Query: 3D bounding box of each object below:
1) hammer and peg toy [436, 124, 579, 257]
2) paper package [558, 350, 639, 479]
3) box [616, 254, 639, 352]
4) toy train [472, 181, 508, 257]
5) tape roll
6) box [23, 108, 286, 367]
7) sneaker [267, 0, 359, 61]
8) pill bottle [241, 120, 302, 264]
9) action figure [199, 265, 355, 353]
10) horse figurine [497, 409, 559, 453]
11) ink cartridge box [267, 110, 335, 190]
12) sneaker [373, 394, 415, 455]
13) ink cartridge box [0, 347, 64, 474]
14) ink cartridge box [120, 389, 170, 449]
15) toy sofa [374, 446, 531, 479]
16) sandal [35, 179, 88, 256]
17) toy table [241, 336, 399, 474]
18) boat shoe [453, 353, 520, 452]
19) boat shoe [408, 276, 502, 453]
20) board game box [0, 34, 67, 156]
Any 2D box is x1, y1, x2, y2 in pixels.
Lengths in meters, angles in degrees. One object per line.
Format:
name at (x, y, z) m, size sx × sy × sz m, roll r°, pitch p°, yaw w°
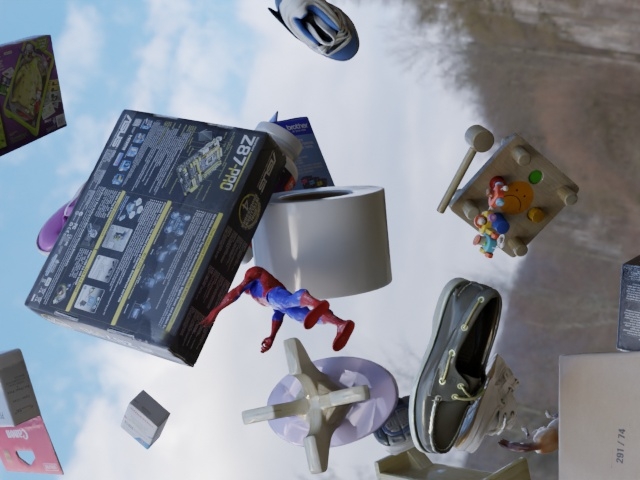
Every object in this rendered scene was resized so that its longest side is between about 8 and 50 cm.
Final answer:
hammer and peg toy at (0.450, -0.135, 2.343) m, size 0.266 × 0.361 × 0.127 m, roll -49°, pitch 25°, yaw 15°
paper package at (0.582, 0.366, 1.665) m, size 0.309 × 0.168 × 0.325 m, roll -17°, pitch 68°, yaw 63°
box at (0.753, 0.142, 2.088) m, size 0.153 × 0.108 × 0.207 m, roll -19°, pitch -68°, yaw -48°
toy train at (0.377, -0.046, 2.069) m, size 0.125 × 0.046 × 0.166 m, roll 115°, pitch 164°, yaw -57°
tape roll at (0.000, 0.000, 1.633) m, size 0.246 × 0.246 × 0.169 m, roll -23°, pitch -71°, yaw -66°
box at (-0.274, -0.019, 1.539) m, size 0.097 × 0.318 × 0.395 m, roll 49°, pitch -122°, yaw -54°
sneaker at (0.008, -0.499, 2.242) m, size 0.323 × 0.130 × 0.236 m, roll 42°, pitch -161°, yaw -41°
pill bottle at (-0.172, -0.115, 2.175) m, size 0.323 × 0.181 × 0.181 m, roll -60°, pitch -24°, yaw -17°
action figure at (-0.075, 0.119, 1.362) m, size 0.091 × 0.280 × 0.139 m, roll 42°, pitch -98°, yaw -28°
horse figurine at (0.570, 0.461, 2.265) m, size 0.066 × 0.263 × 0.174 m, roll 63°, pitch 164°, yaw -2°
ink cartridge box at (-0.098, -0.141, 2.435) m, size 0.151 × 0.395 × 0.270 m, roll -15°, pitch -14°, yaw -31°
sneaker at (0.242, 0.347, 1.925) m, size 0.297 × 0.111 × 0.129 m, roll -25°, pitch -33°, yaw -7°
ink cartridge box at (-0.642, 0.356, 1.846) m, size 0.066 × 0.296 × 0.261 m, roll -21°, pitch -86°, yaw -41°
ink cartridge box at (-0.403, 0.412, 2.128) m, size 0.052 × 0.088 × 0.122 m, roll -44°, pitch -11°, yaw -40°
toy sofa at (0.296, 0.570, 2.052) m, size 0.150 × 0.362 × 0.177 m, roll -15°, pitch -84°, yaw -37°
sandal at (-0.535, -0.113, 2.282) m, size 0.416 × 0.169 × 0.102 m, roll -32°, pitch -45°, yaw -2°
toy table at (-0.003, 0.311, 1.778) m, size 0.252 × 0.274 × 0.161 m, roll 67°, pitch -164°, yaw 15°
boat shoe at (0.321, 0.310, 1.705) m, size 0.098 × 0.096 × 0.277 m, roll -54°, pitch -4°, yaw 34°
boat shoe at (0.229, 0.217, 1.547) m, size 0.109 × 0.091 × 0.305 m, roll 13°, pitch -89°, yaw -40°
board game box at (-0.643, -0.295, 1.900) m, size 0.347 × 0.056 × 0.208 m, roll -52°, pitch -36°, yaw -65°
